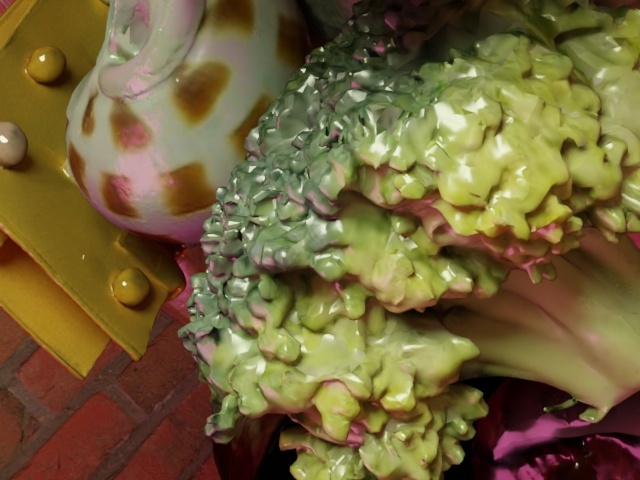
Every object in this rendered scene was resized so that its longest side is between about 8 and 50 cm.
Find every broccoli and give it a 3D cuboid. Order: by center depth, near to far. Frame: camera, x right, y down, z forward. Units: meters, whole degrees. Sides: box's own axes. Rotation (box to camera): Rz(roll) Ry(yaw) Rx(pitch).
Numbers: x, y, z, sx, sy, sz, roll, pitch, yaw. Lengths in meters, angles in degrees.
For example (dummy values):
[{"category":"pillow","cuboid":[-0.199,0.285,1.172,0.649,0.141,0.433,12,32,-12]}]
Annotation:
[{"category":"broccoli","cuboid":[0.088,-0.008,0.687,0.281,0.348,0.293,38,-149,-6]}]

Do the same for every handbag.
[{"category":"handbag","cuboid":[-0.219,-0.092,1.103,0.133,0.401,0.283,-22,122,29]}]

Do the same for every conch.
[{"category":"conch","cuboid":[-0.110,-0.121,0.934,0.368,0.197,0.249,128,136,-55]}]

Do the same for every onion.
[{"category":"onion","cuboid":[0.253,0.184,0.893,0.272,0.195,0.272,12,120,21]}]

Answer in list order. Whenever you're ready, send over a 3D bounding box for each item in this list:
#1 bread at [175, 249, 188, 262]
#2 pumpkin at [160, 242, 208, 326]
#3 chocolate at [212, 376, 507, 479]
[{"category":"bread","cuboid":[-0.153,-0.036,1.469,0.147,0.160,0.260,51,171,7]},{"category":"pumpkin","cuboid":[-0.081,0.047,1.321,0.110,0.217,0.217,53,168,8]},{"category":"chocolate","cuboid":[0.052,0.236,1.291,0.383,0.383,0.331,49,175,-18]}]
